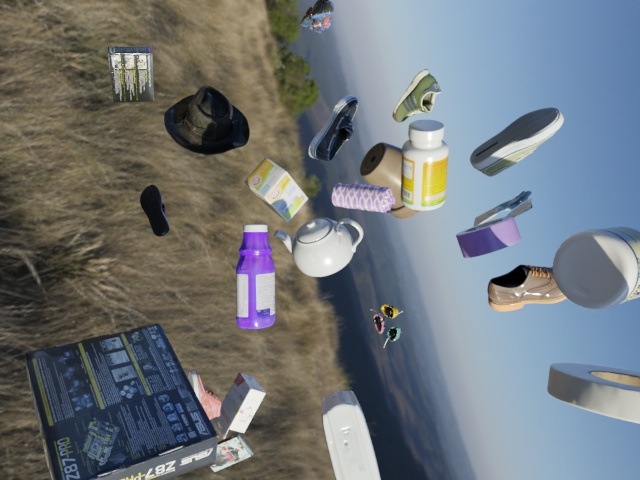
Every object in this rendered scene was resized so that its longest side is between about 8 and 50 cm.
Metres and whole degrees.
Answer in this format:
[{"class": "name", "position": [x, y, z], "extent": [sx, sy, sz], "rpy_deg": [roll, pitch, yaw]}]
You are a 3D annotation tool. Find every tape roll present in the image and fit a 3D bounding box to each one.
[{"class": "tape roll", "position": [0.748, 0.366, 1.428], "extent": [0.392, 0.392, 0.072], "rpy_deg": [25, 73, -82]}, {"class": "tape roll", "position": [0.533, -0.011, 1.900], "extent": [0.189, 0.189, 0.080], "rpy_deg": [-37, 107, -83]}]

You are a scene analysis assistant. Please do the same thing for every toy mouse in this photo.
[{"class": "toy mouse", "position": [0.211, 0.264, 1.857], "extent": [0.161, 0.031, 0.143], "rpy_deg": [15, -71, 54]}]

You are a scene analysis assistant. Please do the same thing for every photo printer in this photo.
[{"class": "photo printer", "position": [0.075, 0.521, 1.532], "extent": [0.307, 0.107, 0.256], "rpy_deg": [91, -15, -82]}]

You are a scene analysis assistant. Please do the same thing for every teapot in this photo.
[{"class": "teapot", "position": [0.000, 0.000, 2.249], "extent": [0.252, 0.256, 0.187], "rpy_deg": [38, -23, 51]}]

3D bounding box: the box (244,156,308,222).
[{"class": "box", "position": [-0.143, -0.164, 1.953], "extent": [0.103, 0.114, 0.203], "rpy_deg": [37, -6, 29]}]

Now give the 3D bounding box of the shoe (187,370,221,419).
[{"class": "shoe", "position": [-0.363, 0.483, 1.874], "extent": [0.063, 0.081, 0.178], "rpy_deg": [14, -67, 58]}]

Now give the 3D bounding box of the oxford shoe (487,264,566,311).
[{"class": "oxford shoe", "position": [0.776, 0.146, 2.129], "extent": [0.130, 0.364, 0.132], "rpy_deg": [-105, 176, -52]}]

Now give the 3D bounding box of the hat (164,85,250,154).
[{"class": "hat", "position": [-0.395, -0.452, 2.094], "extent": [0.134, 0.331, 0.331], "rpy_deg": [105, -19, -47]}]

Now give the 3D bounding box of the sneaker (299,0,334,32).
[{"class": "sneaker", "position": [0.006, -0.764, 2.036], "extent": [0.087, 0.083, 0.221], "rpy_deg": [29, 0, -20]}]

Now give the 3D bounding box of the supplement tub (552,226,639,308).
[{"class": "supplement tub", "position": [0.884, 0.076, 1.824], "extent": [0.325, 0.235, 0.235], "rpy_deg": [-5, 76, -45]}]

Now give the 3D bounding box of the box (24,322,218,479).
[{"class": "box", "position": [-0.445, 0.363, 1.313], "extent": [0.395, 0.318, 0.097], "rpy_deg": [45, -46, 43]}]

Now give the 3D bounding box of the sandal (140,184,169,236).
[{"class": "sandal", "position": [-0.495, -0.086, 1.800], "extent": [0.040, 0.067, 0.179], "rpy_deg": [56, 11, -68]}]

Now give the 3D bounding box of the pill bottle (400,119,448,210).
[{"class": "pill bottle", "position": [0.308, -0.225, 1.768], "extent": [0.136, 0.136, 0.245], "rpy_deg": [-96, -178, -58]}]

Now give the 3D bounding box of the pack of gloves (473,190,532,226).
[{"class": "pack of gloves", "position": [0.642, -0.081, 2.084], "extent": [0.046, 0.232, 0.195], "rpy_deg": [52, 30, -9]}]

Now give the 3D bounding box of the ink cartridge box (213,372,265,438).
[{"class": "ink cartridge box", "position": [-0.278, 0.567, 2.032], "extent": [0.067, 0.198, 0.115], "rpy_deg": [27, 4, -34]}]

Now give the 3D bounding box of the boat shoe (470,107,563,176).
[{"class": "boat shoe", "position": [0.601, -0.296, 1.813], "extent": [0.094, 0.302, 0.109], "rpy_deg": [31, 47, -33]}]

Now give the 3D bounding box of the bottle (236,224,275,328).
[{"class": "bottle", "position": [-0.179, 0.097, 1.641], "extent": [0.118, 0.092, 0.282], "rpy_deg": [-4, 93, -66]}]

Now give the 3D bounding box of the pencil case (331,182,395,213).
[{"class": "pencil case", "position": [0.138, -0.141, 1.941], "extent": [0.088, 0.206, 0.086], "rpy_deg": [-16, 113, -59]}]

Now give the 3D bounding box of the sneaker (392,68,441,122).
[{"class": "sneaker", "position": [0.274, -0.383, 1.682], "extent": [0.086, 0.064, 0.192], "rpy_deg": [53, -36, 16]}]

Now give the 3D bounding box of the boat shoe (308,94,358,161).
[{"class": "boat shoe", "position": [0.076, -0.409, 2.188], "extent": [0.301, 0.102, 0.108], "rpy_deg": [-55, 150, -25]}]

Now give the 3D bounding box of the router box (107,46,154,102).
[{"class": "router box", "position": [-0.607, -0.531, 1.921], "extent": [0.179, 0.133, 0.046], "rpy_deg": [103, -25, -43]}]

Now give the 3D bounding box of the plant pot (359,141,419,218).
[{"class": "plant pot", "position": [0.276, -0.243, 2.218], "extent": [0.229, 0.263, 0.263], "rpy_deg": [30, 30, -26]}]

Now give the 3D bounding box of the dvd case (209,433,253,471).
[{"class": "dvd case", "position": [-0.252, 0.569, 1.601], "extent": [0.013, 0.119, 0.087], "rpy_deg": [-109, 173, -60]}]
